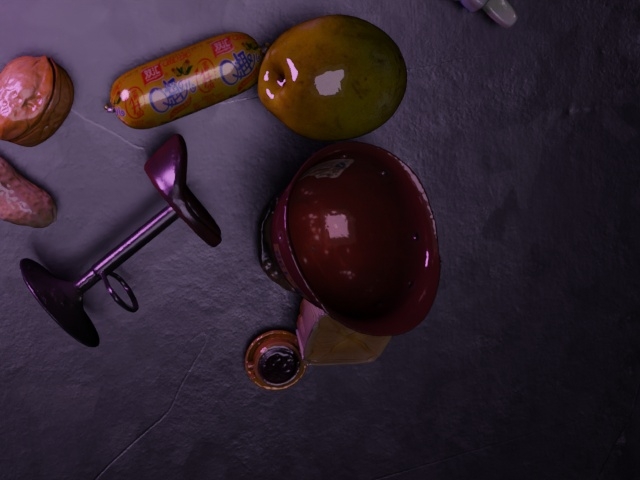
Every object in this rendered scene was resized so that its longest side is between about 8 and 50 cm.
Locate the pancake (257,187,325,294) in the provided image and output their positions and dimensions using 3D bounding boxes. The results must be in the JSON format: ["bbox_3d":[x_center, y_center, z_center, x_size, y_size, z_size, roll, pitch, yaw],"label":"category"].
[{"bbox_3d":[0.000,0.000,1.899,0.294,0.049,0.295,-5,106,-17],"label":"pancake"}]

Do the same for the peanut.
[{"bbox_3d":[-0.607,-0.098,1.693,0.099,0.099,0.214,-42,113,0],"label":"peanut"}]

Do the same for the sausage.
[{"bbox_3d":[-0.255,-0.312,1.705,0.347,0.123,0.123,-23,110,-6],"label":"sausage"}]

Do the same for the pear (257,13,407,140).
[{"bbox_3d":[0.032,-0.313,1.714,0.307,0.253,0.253,1,106,-39],"label":"pear"}]

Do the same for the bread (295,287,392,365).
[{"bbox_3d":[0.055,0.174,1.903,0.209,0.110,0.192,-3,134,-20],"label":"bread"}]

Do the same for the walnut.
[{"bbox_3d":[-0.542,-0.263,1.641,0.144,0.144,0.180,25,94,-19],"label":"walnut"}]

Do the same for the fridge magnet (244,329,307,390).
[{"bbox_3d":[-0.097,0.268,1.941,0.143,0.063,0.143,-3,105,-10],"label":"fridge magnet"}]

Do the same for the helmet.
[{"bbox_3d":[0.042,0.009,1.755,0.337,0.230,0.385,-37,102,-29],"label":"helmet"}]

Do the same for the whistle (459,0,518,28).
[{"bbox_3d":[0.317,-0.532,1.807,0.244,0.092,0.110,38,92,-19],"label":"whistle"}]

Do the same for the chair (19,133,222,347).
[{"bbox_3d":[-0.361,-0.002,1.713,0.401,0.226,0.226,-41,111,-1],"label":"chair"}]
